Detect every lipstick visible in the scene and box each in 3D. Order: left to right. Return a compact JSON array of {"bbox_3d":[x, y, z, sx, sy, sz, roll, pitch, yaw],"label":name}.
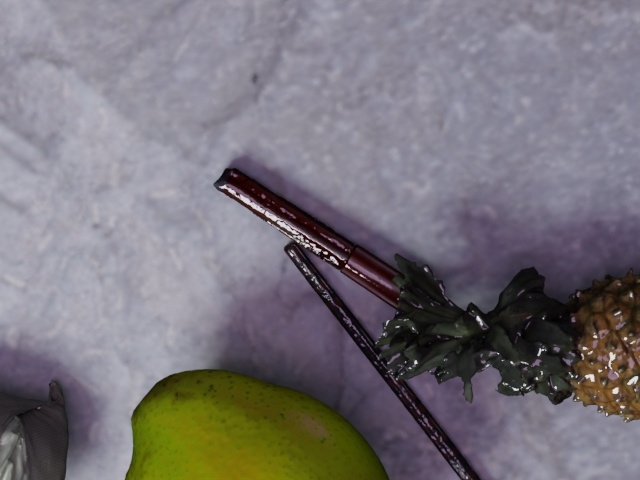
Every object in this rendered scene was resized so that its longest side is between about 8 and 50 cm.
[{"bbox_3d":[0.000,0.000,1.197,0.176,0.027,0.027,33,101,-2],"label":"lipstick"}]

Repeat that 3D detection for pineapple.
[{"bbox_3d":[0.164,0.071,1.145,0.251,0.125,0.125,6,101,-2],"label":"pineapple"}]

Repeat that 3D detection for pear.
[{"bbox_3d":[-0.049,0.192,1.160,0.219,0.187,0.187,38,101,-2],"label":"pear"}]

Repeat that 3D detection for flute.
[{"bbox_3d":[0.058,0.109,1.219,0.014,0.014,0.269,-37,97,9],"label":"flute"}]

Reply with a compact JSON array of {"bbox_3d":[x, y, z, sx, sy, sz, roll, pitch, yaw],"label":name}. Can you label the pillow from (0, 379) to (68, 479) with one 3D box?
[{"bbox_3d":[-0.314,0.164,1.200,0.255,0.059,0.169,9,74,5],"label":"pillow"}]
